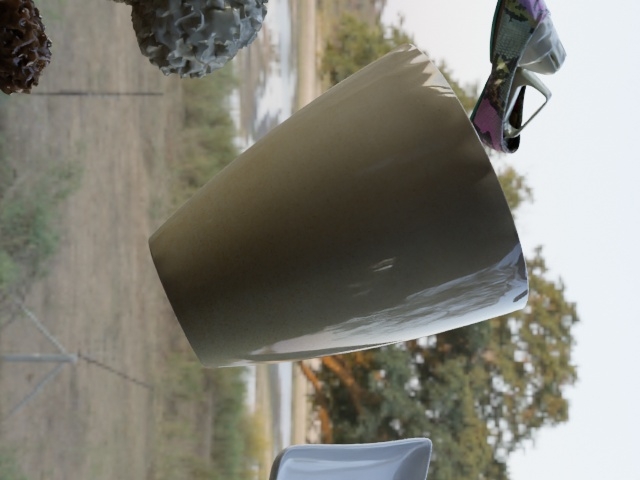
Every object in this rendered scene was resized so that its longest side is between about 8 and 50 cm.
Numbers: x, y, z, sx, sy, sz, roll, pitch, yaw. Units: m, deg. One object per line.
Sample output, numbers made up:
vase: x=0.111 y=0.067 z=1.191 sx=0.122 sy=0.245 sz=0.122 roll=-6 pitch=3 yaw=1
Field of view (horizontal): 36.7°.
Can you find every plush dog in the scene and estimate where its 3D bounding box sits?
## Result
plush dog: x=-0.177 y=-0.219 z=0.589 sx=0.262 sy=0.225 sz=0.210 roll=53 pitch=-21 yaw=20

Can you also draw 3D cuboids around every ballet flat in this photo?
ballet flat: x=0.210 y=-0.177 z=1.011 sx=0.077 sy=0.079 sz=0.221 roll=-44 pitch=156 yaw=-33

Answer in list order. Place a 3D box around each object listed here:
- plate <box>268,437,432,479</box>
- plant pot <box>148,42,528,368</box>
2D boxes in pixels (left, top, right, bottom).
plate: x=0.010 y=0.358 z=1.095 sx=0.278 sy=0.045 sz=0.277 roll=11 pitch=92 yaw=-49
plant pot: x=0.000 y=0.000 z=0.850 sx=0.256 sy=0.274 sz=0.256 roll=156 pitch=-90 yaw=-86
